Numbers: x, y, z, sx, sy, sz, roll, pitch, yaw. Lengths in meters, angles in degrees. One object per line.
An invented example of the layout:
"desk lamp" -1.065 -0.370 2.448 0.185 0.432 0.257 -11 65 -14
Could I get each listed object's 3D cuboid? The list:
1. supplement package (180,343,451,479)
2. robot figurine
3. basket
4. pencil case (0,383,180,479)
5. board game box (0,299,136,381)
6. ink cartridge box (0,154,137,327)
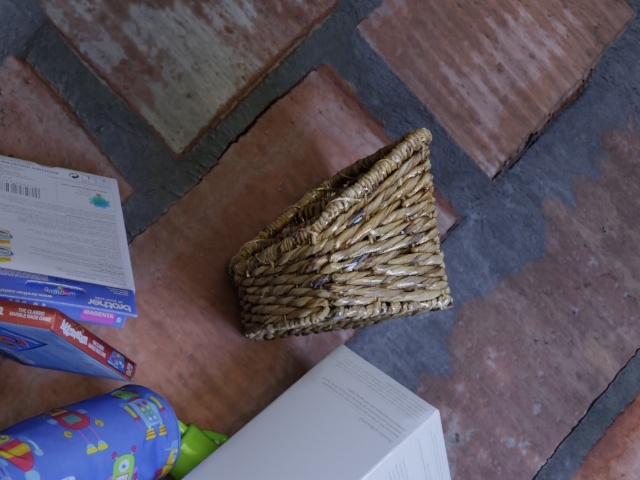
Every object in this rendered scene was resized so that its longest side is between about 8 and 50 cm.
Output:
"supplement package" -0.007 0.304 1.617 0.293 0.175 0.177 -38 139 -25
"robot figurine" -0.155 0.274 1.654 0.115 0.067 0.101 43 55 -10
"basket" 0.000 0.000 1.647 0.213 0.299 0.223 -5 84 -22
"pencil case" -0.289 0.258 1.504 0.306 0.119 0.133 -17 117 -57
"board game box" -0.314 0.110 1.484 0.145 0.281 0.027 7 75 11
"ink cartridge box" -0.316 0.006 1.532 0.186 0.311 0.065 11 116 -20
